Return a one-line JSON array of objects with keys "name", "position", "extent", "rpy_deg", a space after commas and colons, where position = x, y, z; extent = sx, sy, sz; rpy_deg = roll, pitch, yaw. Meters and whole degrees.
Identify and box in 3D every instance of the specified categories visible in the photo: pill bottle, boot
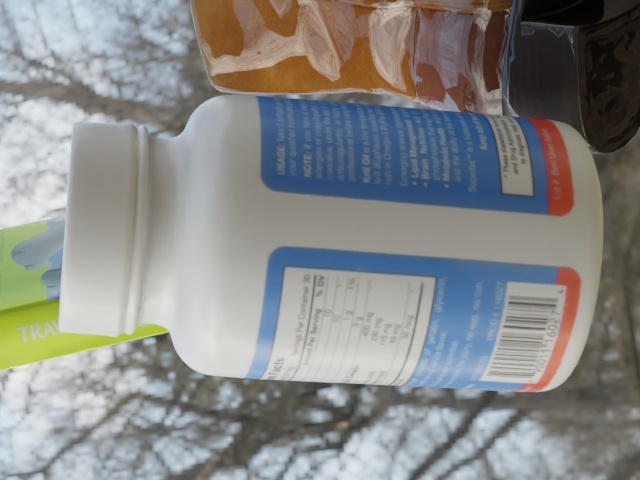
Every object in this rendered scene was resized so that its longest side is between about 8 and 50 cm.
[{"name": "pill bottle", "position": [0.000, 0.000, 0.685], "extent": [0.124, 0.221, 0.124], "rpy_deg": [-175, 90, -81]}, {"name": "boot", "position": [0.041, -0.188, 0.797], "extent": [0.096, 0.280, 0.264], "rpy_deg": [-27, -59, -38]}]

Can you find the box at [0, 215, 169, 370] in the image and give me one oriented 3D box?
[{"name": "box", "position": [-0.121, 0.020, 0.929], "extent": [0.109, 0.178, 0.042], "rpy_deg": [-110, 8, -62]}]
